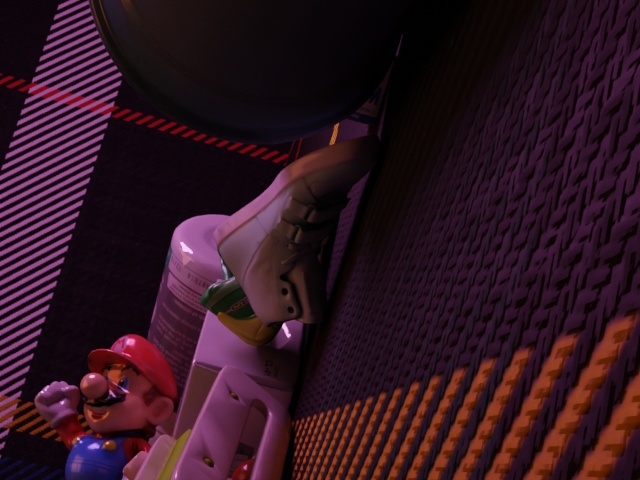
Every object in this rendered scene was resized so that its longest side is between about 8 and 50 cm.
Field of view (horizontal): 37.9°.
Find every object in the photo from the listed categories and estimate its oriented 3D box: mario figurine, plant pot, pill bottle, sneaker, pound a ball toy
[{"bbox_3d":[-0.297,0.263,1.203,0.170,0.198,0.320,109,176,-61],"label":"mario figurine"},{"bbox_3d":[-0.026,-0.290,0.822,0.334,0.341,0.341,152,133,-72],"label":"plant pot"},{"bbox_3d":[-0.162,0.161,1.420,0.204,0.204,0.361,-87,14,-67],"label":"pill bottle"},{"bbox_3d":[-0.058,-0.008,1.158,0.109,0.123,0.295,-55,8,46],"label":"sneaker"},{"bbox_3d":[-0.126,0.272,0.938,0.208,0.136,0.319,-48,6,12],"label":"pound a ball toy"},{"bbox_3d":[0.000,0.000,0.981,0.256,0.094,0.151,-37,76,43],"label":"sneaker"}]

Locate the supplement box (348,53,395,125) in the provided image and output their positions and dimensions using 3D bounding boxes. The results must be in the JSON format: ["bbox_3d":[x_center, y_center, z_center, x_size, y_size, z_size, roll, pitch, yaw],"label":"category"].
[{"bbox_3d":[0.043,-0.178,1.059,0.083,0.056,0.083,-109,35,-81],"label":"supplement box"}]

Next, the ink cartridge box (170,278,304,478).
[{"bbox_3d":[-0.123,0.238,1.208,0.226,0.131,0.306,-86,11,-65],"label":"ink cartridge box"}]
